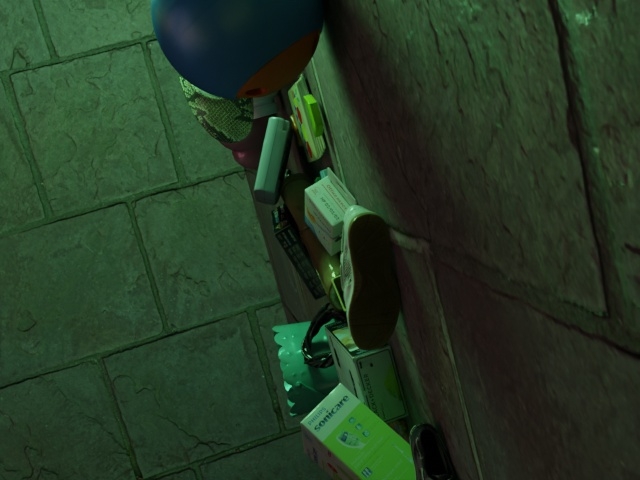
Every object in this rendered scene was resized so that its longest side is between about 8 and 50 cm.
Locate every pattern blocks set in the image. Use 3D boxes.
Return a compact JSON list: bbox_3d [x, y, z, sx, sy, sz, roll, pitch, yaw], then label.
[{"bbox_3d":[-0.030,-0.264,1.717,0.285,0.026,0.325,-140,35,-74],"label":"pattern blocks set"}]

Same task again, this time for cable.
[{"bbox_3d":[0.016,0.267,2.083,0.047,0.184,0.150,20,-158,-45],"label":"cable"}]

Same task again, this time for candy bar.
[{"bbox_3d":[0.169,0.410,1.771,0.161,0.018,0.040,174,76,-80],"label":"candy bar"}]

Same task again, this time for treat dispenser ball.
[{"bbox_3d":[-0.137,-0.382,1.312,0.288,0.288,0.288,163,90,-81],"label":"treat dispenser ball"}]

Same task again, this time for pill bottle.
[{"bbox_3d":[-0.170,-0.417,2.030,0.108,0.108,0.194,-147,40,-76],"label":"pill bottle"}]

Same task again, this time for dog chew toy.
[{"bbox_3d":[-0.229,-0.353,2.256,0.207,0.206,0.332,-121,9,-57],"label":"dog chew toy"}]

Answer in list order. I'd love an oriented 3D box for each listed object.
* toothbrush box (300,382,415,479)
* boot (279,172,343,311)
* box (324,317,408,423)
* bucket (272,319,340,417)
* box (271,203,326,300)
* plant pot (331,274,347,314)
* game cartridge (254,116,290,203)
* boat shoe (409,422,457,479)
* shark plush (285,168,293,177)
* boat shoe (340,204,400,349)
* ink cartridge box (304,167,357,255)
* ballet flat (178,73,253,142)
[{"bbox_3d":[0.102,0.451,1.576,0.283,0.122,0.206,40,158,21],"label":"toothbrush box"},{"bbox_3d":[0.000,0.000,1.857,0.236,0.089,0.270,64,-178,-50],"label":"boot"},{"bbox_3d":[0.098,0.287,1.760,0.290,0.087,0.169,-149,43,-77],"label":"box"},{"bbox_3d":[-0.024,0.360,2.255,0.281,0.183,0.281,168,90,-86],"label":"bucket"},{"bbox_3d":[-0.052,0.027,2.042,0.220,0.051,0.175,59,-174,-21],"label":"box"},{"bbox_3d":[0.079,0.113,1.591,0.083,0.081,0.081,68,180,-59],"label":"plant pot"},{"bbox_3d":[-0.112,-0.186,1.894,0.297,0.062,0.198,-91,17,-88],"label":"game cartridge"},{"bbox_3d":[0.207,0.430,1.404,0.065,0.075,0.206,95,161,-75],"label":"boat shoe"},{"bbox_3d":[-0.091,-0.176,2.274,0.067,0.073,0.161,55,151,-6],"label":"shark plush"},{"bbox_3d":[0.085,0.065,1.430,0.096,0.098,0.277,-124,29,-63],"label":"boat shoe"},{"bbox_3d":[0.019,-0.058,1.617,0.104,0.061,0.181,52,163,21],"label":"ink cartridge box"},{"bbox_3d":[-0.274,-0.474,1.886,0.182,0.164,0.483,102,153,-67],"label":"ballet flat"}]
